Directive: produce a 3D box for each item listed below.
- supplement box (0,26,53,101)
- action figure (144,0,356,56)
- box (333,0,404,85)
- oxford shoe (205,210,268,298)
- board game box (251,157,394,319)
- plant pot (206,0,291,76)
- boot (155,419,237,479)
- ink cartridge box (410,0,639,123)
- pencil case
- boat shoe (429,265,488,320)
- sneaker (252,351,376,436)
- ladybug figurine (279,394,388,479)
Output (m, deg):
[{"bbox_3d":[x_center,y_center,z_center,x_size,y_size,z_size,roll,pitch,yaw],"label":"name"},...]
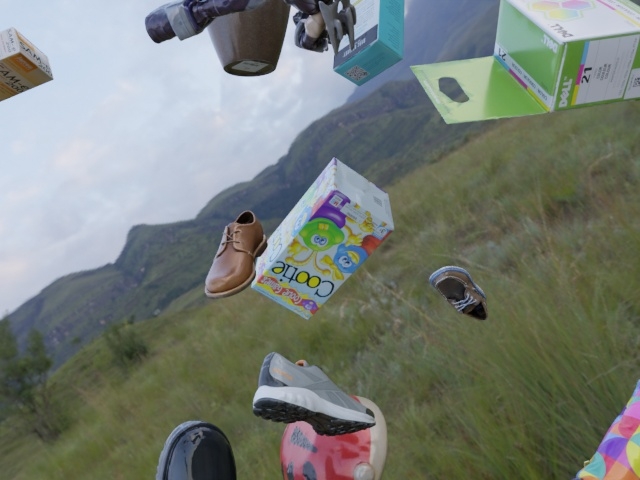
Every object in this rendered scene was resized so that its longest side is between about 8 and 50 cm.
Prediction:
[{"bbox_3d":[-0.368,-0.193,0.606,0.098,0.036,0.062,-22,-14,4],"label":"supplement box"},{"bbox_3d":[-0.064,-0.271,0.530,0.285,0.185,0.099,10,43,31],"label":"action figure"},{"bbox_3d":[0.081,-0.382,0.861,0.060,0.244,0.101,20,-25,-36],"label":"box"},{"bbox_3d":[-0.136,0.018,0.825,0.076,0.076,0.212,-7,26,9],"label":"oxford shoe"},{"bbox_3d":[0.000,0.000,1.068,0.275,0.142,0.144,-49,19,26],"label":"board game box"},{"bbox_3d":[-0.149,-0.459,1.074,0.216,0.230,0.215,-3,-1,0],"label":"plant pot"},{"bbox_3d":[-0.094,0.500,0.790,0.146,0.366,0.445,-3,1,-37],"label":"boot"},{"bbox_3d":[0.266,-0.248,0.696,0.255,0.188,0.097,-9,-48,-3],"label":"ink cartridge box"},{"bbox_3d":[0.530,0.350,0.909,0.236,0.104,0.104,-47,-2,-11],"label":"pencil case"},{"bbox_3d":[0.285,0.108,1.056,0.066,0.066,0.183,-40,-47,24],"label":"boat shoe"},{"bbox_3d":[0.002,0.271,0.926,0.100,0.271,0.108,-29,44,32],"label":"sneaker"},{"bbox_3d":[0.015,0.507,1.289,0.305,0.162,0.449,-65,10,-20],"label":"ladybug figurine"}]
